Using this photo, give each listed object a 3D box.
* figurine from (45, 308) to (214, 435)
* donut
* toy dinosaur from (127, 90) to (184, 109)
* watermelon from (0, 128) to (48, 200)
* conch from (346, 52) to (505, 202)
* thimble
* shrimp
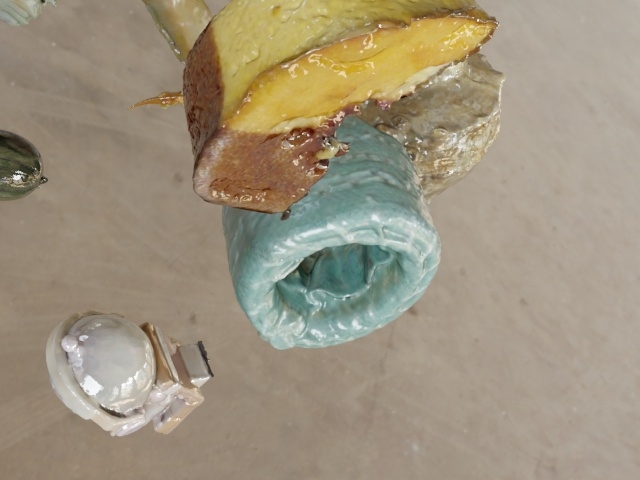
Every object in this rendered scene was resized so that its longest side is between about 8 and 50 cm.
[{"bbox_3d":[-0.248,0.164,1.077,0.237,0.141,0.162,27,34,-58],"label":"figurine"},{"bbox_3d":[-0.012,-0.103,0.537,0.141,0.217,0.085,2,60,-50],"label":"donut"},{"bbox_3d":[-0.239,-0.215,1.348,0.041,0.113,0.026,-17,97,-79],"label":"toy dinosaur"},{"bbox_3d":[-0.333,-0.077,0.893,0.111,0.078,0.078,7,47,-24],"label":"watermelon"},{"bbox_3d":[0.064,-0.148,1.156,0.210,0.352,0.297,2,40,-44],"label":"conch"},{"bbox_3d":[0.000,0.000,0.857,0.199,0.235,0.143,14,44,-32],"label":"thimble"},{"bbox_3d":[-0.220,-0.264,0.874,0.287,0.185,0.068,19,44,3],"label":"shrimp"}]
